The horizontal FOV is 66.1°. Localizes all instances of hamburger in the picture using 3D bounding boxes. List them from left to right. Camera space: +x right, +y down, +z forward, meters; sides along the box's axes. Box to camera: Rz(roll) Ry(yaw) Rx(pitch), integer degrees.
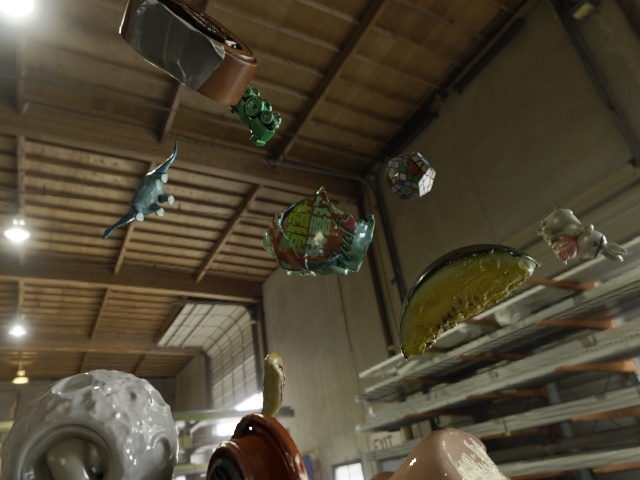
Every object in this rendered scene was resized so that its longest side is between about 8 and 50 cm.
[{"bbox_3d":[0.001,0.008,1.358,0.275,0.261,0.151,33,-25,15],"label":"hamburger"}]

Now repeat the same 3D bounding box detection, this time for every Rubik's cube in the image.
[{"bbox_3d":[0.195,-0.142,1.079,0.093,0.111,0.111,2,-29,-25],"label":"Rubik's cube"}]

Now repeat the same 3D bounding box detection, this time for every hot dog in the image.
[{"bbox_3d":[-0.166,0.532,1.789,0.073,0.243,0.084,4,1,7],"label":"hot dog"}]

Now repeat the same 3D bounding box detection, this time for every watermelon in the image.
[{"bbox_3d":[0.248,0.092,0.911,0.301,0.129,0.123,-37,-7,14],"label":"watermelon"}]

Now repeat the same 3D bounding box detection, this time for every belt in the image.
[{"bbox_3d":[-0.235,-0.351,0.871,0.105,0.261,0.184,-54,-17,26],"label":"belt"}]

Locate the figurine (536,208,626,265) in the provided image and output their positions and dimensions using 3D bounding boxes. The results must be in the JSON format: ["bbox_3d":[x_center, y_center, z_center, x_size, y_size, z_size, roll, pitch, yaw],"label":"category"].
[{"bbox_3d":[0.504,0.011,0.969,0.098,0.146,0.081,-44,-35,8],"label":"figurine"}]

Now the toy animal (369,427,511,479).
[{"bbox_3d":[0.168,0.437,0.814,0.256,0.195,0.213,-47,-38,8],"label":"toy animal"}]

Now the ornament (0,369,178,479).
[{"bbox_3d":[-0.466,0.440,1.023,0.336,0.338,0.337,-8,-27,-4],"label":"ornament"}]

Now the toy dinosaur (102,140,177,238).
[{"bbox_3d":[-0.446,-0.115,1.289,0.329,0.144,0.076,-56,-43,-5],"label":"toy dinosaur"}]

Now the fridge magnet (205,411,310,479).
[{"bbox_3d":[-0.121,0.530,0.967,0.155,0.364,0.363,3,-29,-32],"label":"fridge magnet"}]

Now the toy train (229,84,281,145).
[{"bbox_3d":[-0.192,-0.367,1.419,0.104,0.178,0.071,-43,-13,20],"label":"toy train"}]
